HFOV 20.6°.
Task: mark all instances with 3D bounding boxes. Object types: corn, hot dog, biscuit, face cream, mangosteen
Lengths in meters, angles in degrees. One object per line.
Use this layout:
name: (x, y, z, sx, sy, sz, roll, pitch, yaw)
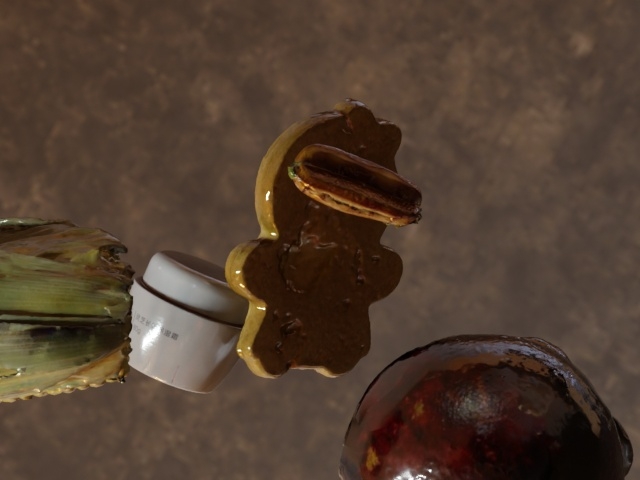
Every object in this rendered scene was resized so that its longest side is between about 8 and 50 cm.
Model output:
corn: (-0.266, 0.056, 1.168, 0.123, 0.305, 0.122, -64, -33, -83)
hot dog: (0.029, -0.042, 1.419, 0.037, 0.122, 0.049, -30, 40, 61)
biscuit: (-0.002, -0.001, 1.534, 0.035, 0.184, 0.249, 20, 106, 51)
face cream: (-0.118, 0.072, 1.572, 0.117, 0.117, 0.104, -61, -6, -83)
mangosteen: (0.113, 0.153, 1.201, 0.210, 0.210, 0.210, -60, 0, 0)
